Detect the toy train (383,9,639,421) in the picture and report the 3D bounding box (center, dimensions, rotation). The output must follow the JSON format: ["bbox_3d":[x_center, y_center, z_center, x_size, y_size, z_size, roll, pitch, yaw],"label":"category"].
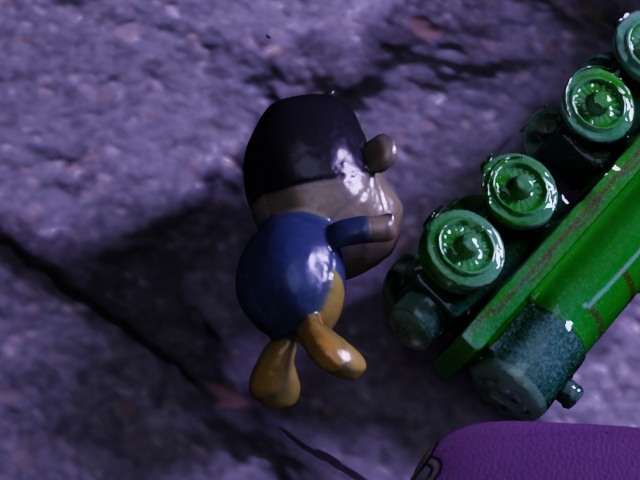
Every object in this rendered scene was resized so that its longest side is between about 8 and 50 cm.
[{"bbox_3d":[0.139,-0.015,0.996,0.119,0.085,0.251,42,66,3],"label":"toy train"}]

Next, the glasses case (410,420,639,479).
[{"bbox_3d":[0.193,0.152,0.885,0.316,0.076,0.123,6,50,3],"label":"glasses case"}]

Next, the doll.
[{"bbox_3d":[0.000,0.000,0.964,0.089,0.102,0.179,26,53,-35],"label":"doll"}]
